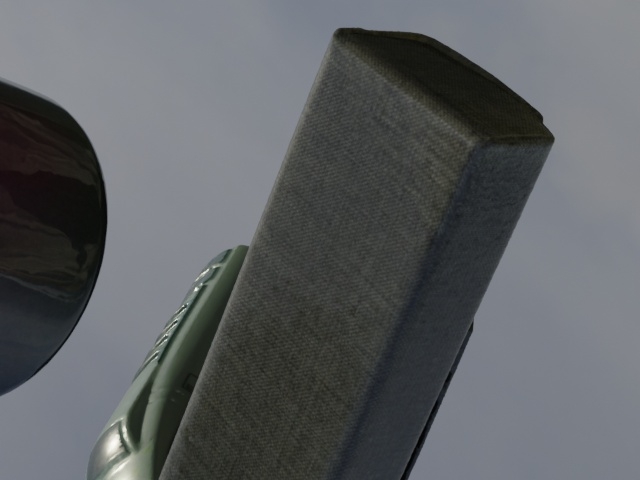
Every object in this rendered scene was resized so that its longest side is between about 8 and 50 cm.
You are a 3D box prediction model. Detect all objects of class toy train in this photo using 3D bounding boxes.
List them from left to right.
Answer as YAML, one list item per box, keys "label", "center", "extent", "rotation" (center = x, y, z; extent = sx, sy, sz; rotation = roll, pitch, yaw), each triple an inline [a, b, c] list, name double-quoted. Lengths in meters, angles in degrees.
- label: "toy train"
  center: [-0.091, 0.121, 1.333]
  extent: [0.088, 0.086, 0.407]
  rotation: [40, -155, -7]

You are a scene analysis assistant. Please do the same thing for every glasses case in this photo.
- label: "glasses case"
  center: [0.004, 0.039, 0.621]
  extent: [0.047, 0.205, 0.071]
  rotation: [-4, -145, -45]

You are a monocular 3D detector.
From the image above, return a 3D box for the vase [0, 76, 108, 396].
- label: "vase"
  center: [-0.147, -0.024, 0.442]
  extent: [0.214, 0.086, 0.086]
  rotation: [23, -148, -51]
